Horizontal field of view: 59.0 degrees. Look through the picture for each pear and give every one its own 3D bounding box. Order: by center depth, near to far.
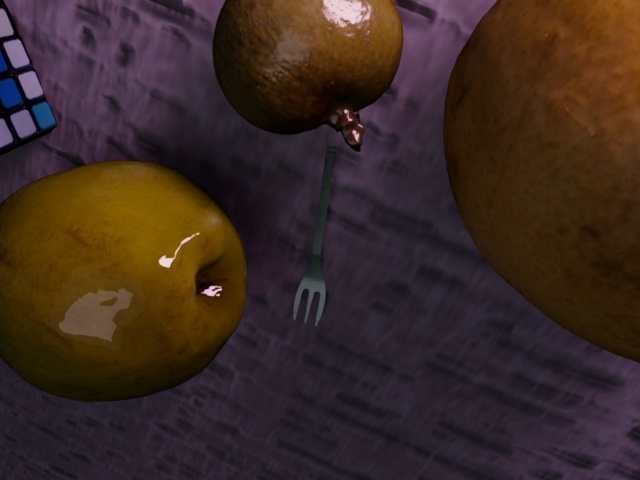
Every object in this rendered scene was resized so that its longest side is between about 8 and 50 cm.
[{"bbox_3d":[0.237,-0.068,0.367,0.314,0.314,0.314,8,121,13],"label":"pear"},{"bbox_3d":[-0.229,0.040,0.605,0.307,0.253,0.253,6,121,22],"label":"pear"}]

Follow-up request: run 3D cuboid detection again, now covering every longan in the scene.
[{"bbox_3d":[-0.008,-0.153,0.475,0.155,0.145,0.176,-24,85,43],"label":"longan"}]

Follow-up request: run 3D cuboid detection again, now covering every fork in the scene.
[{"bbox_3d":[0.000,-0.001,0.643,0.039,0.021,0.235,12,121,5],"label":"fork"}]

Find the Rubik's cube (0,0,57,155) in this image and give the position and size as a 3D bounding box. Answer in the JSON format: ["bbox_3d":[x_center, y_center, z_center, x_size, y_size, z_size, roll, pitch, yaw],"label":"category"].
[{"bbox_3d":[-0.427,-0.161,0.579,0.182,0.187,0.184,-5,115,20],"label":"Rubik's cube"}]
